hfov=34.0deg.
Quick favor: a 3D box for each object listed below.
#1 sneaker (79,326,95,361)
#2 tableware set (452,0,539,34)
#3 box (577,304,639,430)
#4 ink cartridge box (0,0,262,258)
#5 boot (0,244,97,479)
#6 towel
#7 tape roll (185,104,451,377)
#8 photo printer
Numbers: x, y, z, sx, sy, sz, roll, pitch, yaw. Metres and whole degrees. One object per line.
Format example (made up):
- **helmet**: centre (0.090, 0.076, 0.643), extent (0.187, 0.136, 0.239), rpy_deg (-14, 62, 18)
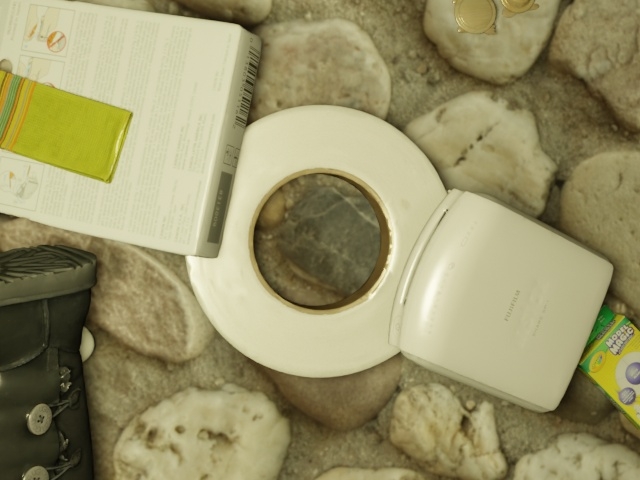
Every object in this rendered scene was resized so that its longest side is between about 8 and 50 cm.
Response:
- **sneaker**: centre (-0.426, 0.117, 1.436), extent (0.237, 0.086, 0.085), rpy_deg (22, 87, -9)
- **tableware set**: centre (0.246, -0.389, 1.543), extent (0.141, 0.020, 0.169), rpy_deg (-18, 93, -9)
- **box**: centre (0.461, 0.192, 1.582), extent (0.179, 0.043, 0.105), rpy_deg (44, 86, -6)
- **ink cartridge box**: centre (-0.294, -0.161, 1.434), extent (0.384, 0.091, 0.308), rpy_deg (12, 90, 18)
- **boot**: centre (-0.443, 0.249, 1.302), extent (0.367, 0.146, 0.445), rpy_deg (-7, 109, -43)
- **towel**: centre (-0.369, -0.156, 1.398), extent (0.237, 0.021, 0.102), rpy_deg (18, 93, 16)
- **tape roll**: centre (0.000, 0.000, 1.497), extent (0.392, 0.072, 0.392), rpy_deg (0, 92, -8)
- **photo printer**: centre (0.245, 0.082, 1.466), extent (0.307, 0.107, 0.256), rpy_deg (25, 88, -31)
